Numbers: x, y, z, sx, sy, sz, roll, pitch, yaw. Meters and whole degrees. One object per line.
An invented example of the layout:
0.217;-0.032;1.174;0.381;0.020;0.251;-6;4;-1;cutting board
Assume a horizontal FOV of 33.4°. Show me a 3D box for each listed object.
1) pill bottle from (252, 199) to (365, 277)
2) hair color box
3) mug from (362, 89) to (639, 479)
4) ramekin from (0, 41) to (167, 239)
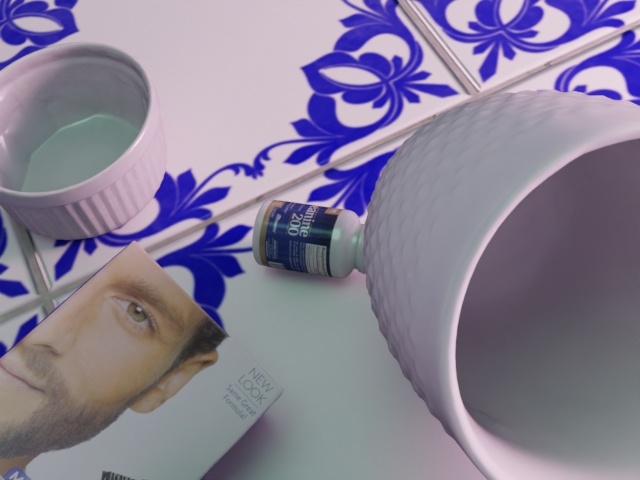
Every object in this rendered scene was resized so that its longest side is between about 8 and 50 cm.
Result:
0.000;0.000;1.030;0.120;0.067;0.067;9;58;16;pill bottle
-0.215;0.182;0.867;0.185;0.110;0.339;45;65;1;hair color box
0.215;0.032;0.842;0.374;0.276;0.328;16;10;-17;mug
-0.260;-0.097;1.120;0.207;0.109;0.207;-5;54;7;ramekin
